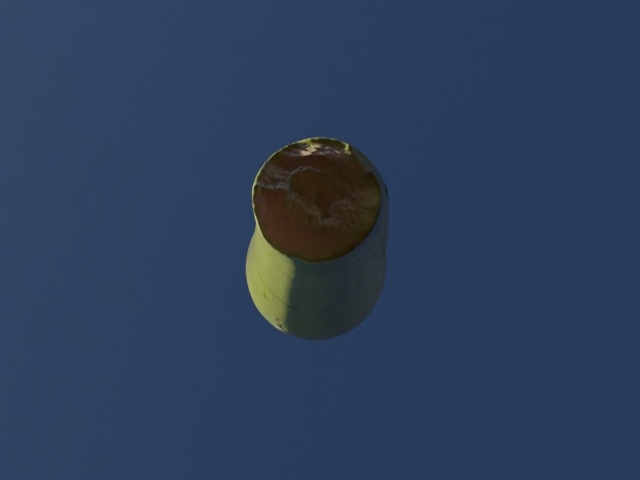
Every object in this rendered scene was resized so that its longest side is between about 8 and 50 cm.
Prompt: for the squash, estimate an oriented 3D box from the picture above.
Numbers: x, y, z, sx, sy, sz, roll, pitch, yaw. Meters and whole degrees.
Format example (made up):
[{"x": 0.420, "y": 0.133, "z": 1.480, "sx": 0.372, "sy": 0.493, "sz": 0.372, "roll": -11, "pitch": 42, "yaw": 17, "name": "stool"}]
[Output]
[{"x": 0.000, "y": 0.000, "z": 0.991, "sx": 0.083, "sy": 0.250, "sz": 0.083, "roll": 0, "pitch": -102, "yaw": -1, "name": "squash"}]
